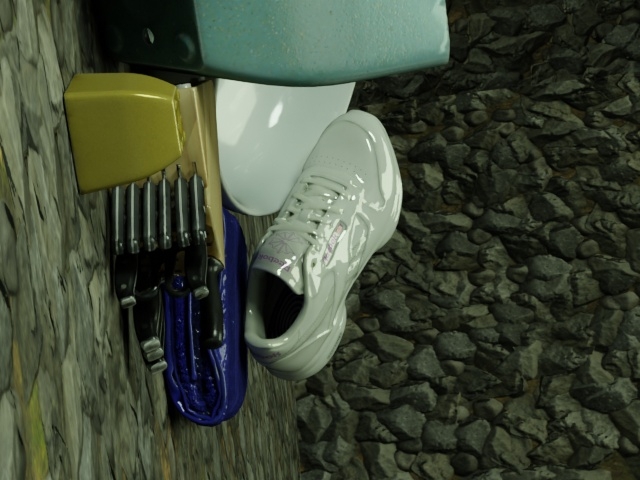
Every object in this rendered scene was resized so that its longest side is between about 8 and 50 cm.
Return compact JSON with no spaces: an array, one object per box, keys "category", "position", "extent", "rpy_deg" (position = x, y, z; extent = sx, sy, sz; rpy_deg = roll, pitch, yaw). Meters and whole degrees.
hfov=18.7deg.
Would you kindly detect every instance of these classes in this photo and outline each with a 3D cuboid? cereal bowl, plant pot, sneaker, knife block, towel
[{"category":"cereal bowl","position":[-0.085,-0.202,2.082],"extent":[0.339,0.141,0.339],"rpy_deg":[-48,148,-44]},{"category":"plant pot","position":[-0.068,-0.257,1.744],"extent":[0.247,0.252,0.247],"rpy_deg":[13,-63,47]},{"category":"sneaker","position":[0.000,0.000,2.086],"extent":[0.152,0.114,0.305],"rpy_deg":[33,73,-67]},{"category":"plant pot","position":[-0.150,-0.088,1.523],"extent":[0.081,0.083,0.081],"rpy_deg":[-91,174,-73]},{"category":"knife block","position":[-0.133,-0.018,1.722],"extent":[0.275,0.088,0.242],"rpy_deg":[-84,167,-83]},{"category":"towel","position":[-0.123,0.078,2.027],"extent":[0.308,0.076,0.227],"rpy_deg":[62,28,-86]}]
